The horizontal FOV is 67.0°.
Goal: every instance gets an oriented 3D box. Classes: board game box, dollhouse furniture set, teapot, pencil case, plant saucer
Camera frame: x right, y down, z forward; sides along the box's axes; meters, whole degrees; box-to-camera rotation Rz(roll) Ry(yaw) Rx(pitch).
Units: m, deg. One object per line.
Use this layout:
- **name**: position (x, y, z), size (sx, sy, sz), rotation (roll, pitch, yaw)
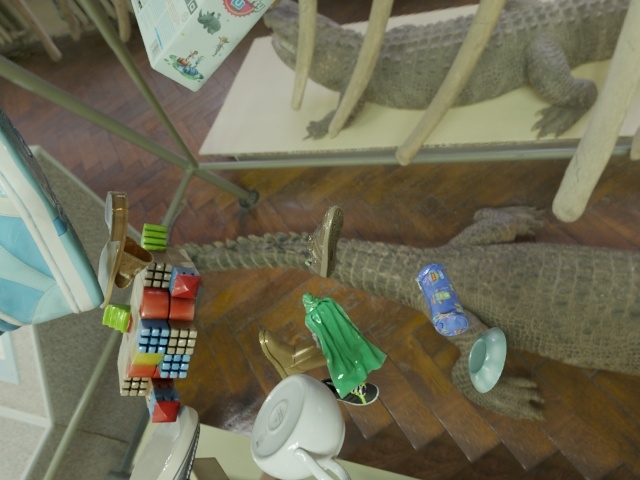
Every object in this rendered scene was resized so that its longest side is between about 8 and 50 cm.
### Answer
- **board game box**: position (-0.166, -0.427, 0.775), size (0.303, 0.098, 0.224), rotation (-41, 55, 24)
- **dollhouse furniture set**: position (-0.433, 0.810, 1.521), size (0.242, 0.161, 0.212), rotation (-49, 57, -1)
- **teapot**: position (-0.028, 0.455, 1.140), size (0.253, 0.187, 0.256), rotation (-35, 27, 42)
- **pencil case**: position (0.455, 0.218, 1.839), size (0.133, 0.119, 0.306), rotation (-8, 39, -1)
- **plant saucer**: position (0.471, 0.340, 1.405), size (0.038, 0.195, 0.194), rotation (18, 61, -3)

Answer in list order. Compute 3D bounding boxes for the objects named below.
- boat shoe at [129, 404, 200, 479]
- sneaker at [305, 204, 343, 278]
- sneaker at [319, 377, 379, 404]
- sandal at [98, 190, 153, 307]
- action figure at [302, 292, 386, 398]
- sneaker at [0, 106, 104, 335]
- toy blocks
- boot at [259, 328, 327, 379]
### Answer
- **boat shoe**: position (-0.288, 0.509, 0.938), size (0.127, 0.158, 0.340), rotation (-6, 53, 49)
- **sneaker**: position (0.000, 0.000, 1.064), size (0.071, 0.188, 0.066), rotation (23, 36, 22)
- **sneaker**: position (0.097, 0.540, 1.740), size (0.235, 0.097, 0.084), rotation (5, 64, -1)
- **sandal**: position (-0.312, 0.024, 0.794), size (0.079, 0.240, 0.088), rotation (-2, 43, -32)
- **action figure**: position (0.031, 0.202, 1.025), size (0.137, 0.232, 0.063), rotation (-40, 18, -24)
- **sneaker**: position (-0.385, -0.005, 0.509), size (0.208, 0.318, 0.127), rotation (-25, 41, -20)
- **toy blocks**: position (-0.331, 0.182, 0.991), size (0.261, 0.191, 0.381), rotation (31, 108, 61)
- **boot**: position (-0.044, 0.350, 1.656), size (0.270, 0.236, 0.089), rotation (-23, 30, 9)
